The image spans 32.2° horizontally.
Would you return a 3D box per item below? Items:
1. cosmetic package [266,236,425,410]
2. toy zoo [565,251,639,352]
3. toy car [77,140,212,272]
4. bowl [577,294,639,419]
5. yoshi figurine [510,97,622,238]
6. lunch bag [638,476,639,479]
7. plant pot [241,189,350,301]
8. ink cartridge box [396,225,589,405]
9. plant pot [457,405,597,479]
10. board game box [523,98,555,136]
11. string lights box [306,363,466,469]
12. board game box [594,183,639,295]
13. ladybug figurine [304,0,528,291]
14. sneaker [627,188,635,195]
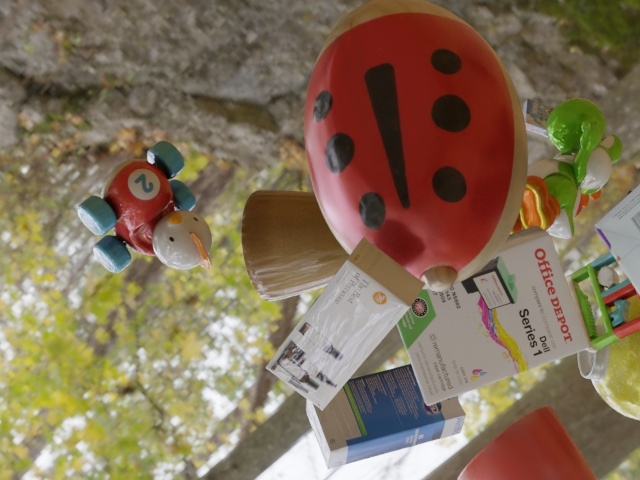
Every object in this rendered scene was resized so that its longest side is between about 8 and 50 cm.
[{"bbox_3d":[0.027,0.111,1.409,0.099,0.239,0.060,35,-140,1],"label":"cosmetic package"},{"bbox_3d":[0.660,0.089,2.309,0.030,0.293,0.192,28,-139,-38],"label":"toy zoo"},{"bbox_3d":[-0.285,-0.030,2.078,0.238,0.219,0.210,29,148,30],"label":"toy car"},{"bbox_3d":[0.663,0.252,2.450,0.156,0.289,0.289,5,-149,-6],"label":"bowl"},{"bbox_3d":[0.436,-0.150,2.073,0.203,0.203,0.362,32,-135,26],"label":"yoshi figurine"},{"bbox_3d":[0.673,0.521,1.909,0.303,0.243,0.115,22,149,20],"label":"lunch bag"},{"bbox_3d":[0.000,0.000,2.297,0.237,0.254,0.237,-5,-90,-69],"label":"plant pot"},{"bbox_3d":[0.264,0.118,1.781,0.117,0.278,0.201,-85,-25,-85],"label":"ink cartridge box"},{"bbox_3d":[0.472,0.534,2.385,0.243,0.275,0.275,49,-160,23],"label":"plant pot"},{"bbox_3d":[0.486,-0.263,2.409,0.090,0.020,0.090,18,-136,-4],"label":"board game box"},{"bbox_3d":[0.117,0.311,2.011,0.260,0.076,0.133,-12,-127,-13],"label":"string lights box"},{"bbox_3d":[0.496,-0.030,1.329,0.275,0.144,0.142,-19,-111,-32],"label":"board game box"},{"bbox_3d":[0.113,-0.146,1.477,0.162,0.305,0.449,44,-151,-60],"label":"ladybug figurine"},{"bbox_3d":[0.607,-0.134,1.770,0.145,0.384,0.147,-2,-132,-32],"label":"sneaker"}]
